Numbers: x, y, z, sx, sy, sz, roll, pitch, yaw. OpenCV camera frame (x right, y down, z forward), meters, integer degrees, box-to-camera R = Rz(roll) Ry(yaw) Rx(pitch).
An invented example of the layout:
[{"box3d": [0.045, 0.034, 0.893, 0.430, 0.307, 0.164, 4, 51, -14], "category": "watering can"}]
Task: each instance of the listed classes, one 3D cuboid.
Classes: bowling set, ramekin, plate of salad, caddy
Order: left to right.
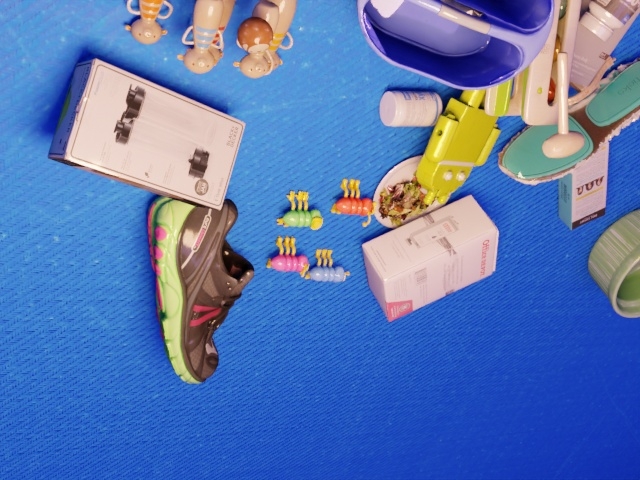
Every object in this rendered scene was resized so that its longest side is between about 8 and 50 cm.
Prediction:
[{"box3d": [-0.154, -0.313, 1.193, 0.287, 0.200, 0.154, 2, 129, -23], "category": "bowling set"}, {"box3d": [0.210, -0.099, 1.667, 0.200, 0.048, 0.199, -15, 134, -16], "category": "plate of salad"}, {"box3d": [0.220, -0.395, 1.270, 0.341, 0.179, 0.241, 16, 120, -17], "category": "caddy"}, {"box3d": [0.889, 0.053, 2.077, 0.304, 0.148, 0.303, -14, 133, -16], "category": "ramekin"}]

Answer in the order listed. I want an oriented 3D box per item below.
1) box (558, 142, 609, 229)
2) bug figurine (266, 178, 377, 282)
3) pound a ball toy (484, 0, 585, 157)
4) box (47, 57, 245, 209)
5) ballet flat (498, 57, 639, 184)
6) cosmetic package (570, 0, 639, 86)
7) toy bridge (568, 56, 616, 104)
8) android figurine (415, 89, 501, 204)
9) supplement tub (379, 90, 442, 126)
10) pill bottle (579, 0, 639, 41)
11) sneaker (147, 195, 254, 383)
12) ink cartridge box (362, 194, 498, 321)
[{"box3d": [0.636, -0.143, 1.837, 0.101, 0.060, 0.244, -24, 135, -6], "category": "box"}, {"box3d": [0.000, 0.000, 1.630, 0.216, 0.072, 0.279, 0, 129, -27], "category": "bug figurine"}, {"box3d": [0.428, -0.327, 1.392, 0.136, 0.208, 0.319, -7, 110, -26], "category": "pound a ball toy"}, {"box3d": [-0.285, -0.171, 1.271, 0.290, 0.087, 0.169, 17, 86, -38], "category": "box"}, {"box3d": [0.584, -0.244, 1.681, 0.409, 0.147, 0.147, -32, 136, 4], "category": "ballet flat"}, {"box3d": [0.532, -0.440, 1.492, 0.127, 0.107, 0.238, 11, 125, -30], "category": "cosmetic package"}, {"box3d": [0.554, -0.333, 1.625, 0.188, 0.063, 0.026, -37, 135, 8], "category": "toy bridge"}, {"box3d": [0.286, -0.197, 1.555, 0.248, 0.056, 0.272, -3, 121, -56], "category": "android figurine"}, {"box3d": [0.179, -0.260, 1.492, 0.107, 0.071, 0.071, -4, 130, -25], "category": "supplement tub"}, {"box3d": [0.541, -0.437, 1.379, 0.078, 0.078, 0.137, 18, 119, -37], "category": "pill bottle"}, {"box3d": [-0.230, 0.115, 1.536, 0.202, 0.185, 0.482, -9, 133, -15], "category": "sneaker"}, {"box3d": [0.253, 0.044, 1.744, 0.283, 0.117, 0.207, -24, 147, -7], "category": "ink cartridge box"}]
